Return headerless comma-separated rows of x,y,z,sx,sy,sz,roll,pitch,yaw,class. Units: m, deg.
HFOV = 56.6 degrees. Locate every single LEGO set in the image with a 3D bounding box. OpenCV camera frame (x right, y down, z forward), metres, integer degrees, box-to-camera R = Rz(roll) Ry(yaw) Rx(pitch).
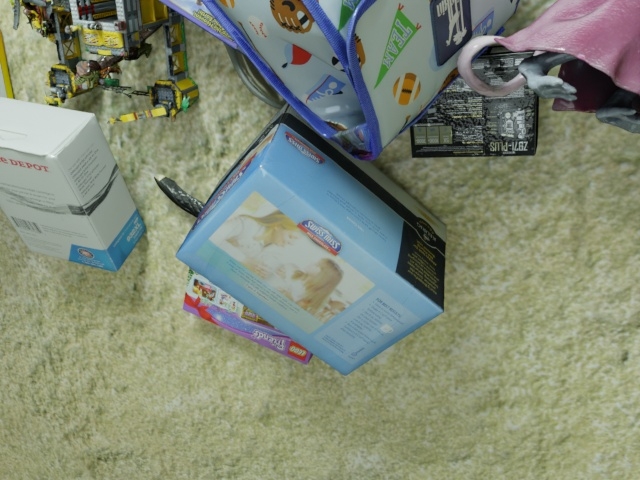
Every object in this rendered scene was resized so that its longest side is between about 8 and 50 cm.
-0.377,-0.313,0.987,0.332,0.192,0.254,19,122,12,LEGO set

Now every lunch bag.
0.048,-0.336,0.698,0.385,0.328,0.239,51,162,-20,lunch bag

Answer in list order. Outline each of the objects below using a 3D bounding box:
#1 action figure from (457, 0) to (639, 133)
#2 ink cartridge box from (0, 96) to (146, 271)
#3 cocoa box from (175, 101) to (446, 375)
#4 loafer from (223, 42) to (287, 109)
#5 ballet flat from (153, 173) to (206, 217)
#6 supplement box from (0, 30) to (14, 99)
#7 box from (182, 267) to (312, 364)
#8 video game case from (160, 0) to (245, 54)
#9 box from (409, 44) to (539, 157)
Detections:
0.373,-0.317,0.694,0.276,0.248,0.369,18,92,43,action figure
-0.500,-0.101,1.135,0.223,0.129,0.307,13,141,17,ink cartridge box
0.000,0.000,0.942,0.347,0.228,0.231,38,125,-16,cocoa box
-0.099,-0.319,0.930,0.087,0.094,0.251,-28,104,36,loafer
-0.250,-0.079,1.160,0.173,0.049,0.057,35,167,3,ballet flat
-0.745,-0.238,1.176,0.195,0.194,0.356,13,120,15,supplement box
-0.127,0.107,1.194,0.294,0.057,0.200,23,122,9,box
-0.162,-0.446,0.856,0.270,0.061,0.244,34,99,3,video game case
0.225,-0.202,0.872,0.180,0.077,0.147,1,117,22,box
